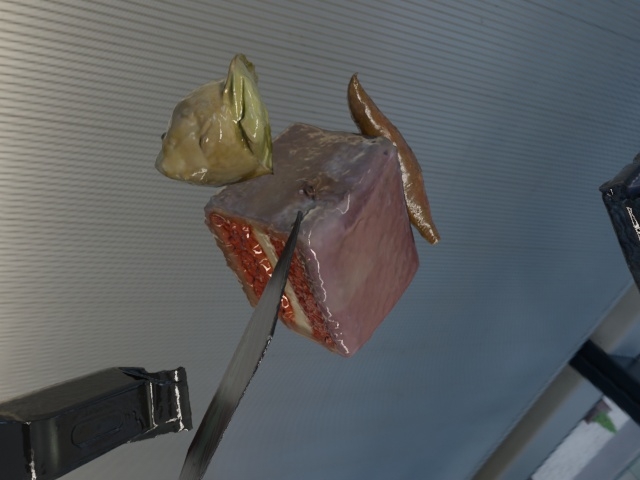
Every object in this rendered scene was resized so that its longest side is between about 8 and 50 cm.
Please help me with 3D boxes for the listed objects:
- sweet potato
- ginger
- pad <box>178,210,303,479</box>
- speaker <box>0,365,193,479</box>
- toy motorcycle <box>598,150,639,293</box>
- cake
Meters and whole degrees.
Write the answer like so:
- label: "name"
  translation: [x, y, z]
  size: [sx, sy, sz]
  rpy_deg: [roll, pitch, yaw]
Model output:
- label: "sweet potato"
  translation: [0.122, -0.130, 0.975]
  size: [0.072, 0.066, 0.314]
  rpy_deg: [-38, 116, -21]
- label: "ginger"
  translation: [-0.103, -0.109, 0.638]
  size: [0.123, 0.115, 0.193]
  rpy_deg: [-23, -179, 5]
- label: "pad"
  translation: [-0.083, 0.136, 0.487]
  size: [0.005, 0.202, 0.299]
  rpy_deg: [24, 114, -7]
- label: "speaker"
  translation: [-0.450, 0.362, 1.185]
  size: [0.184, 0.180, 0.388]
  rpy_deg: [-8, 180, 26]
- label: "toy motorcycle"
  translation: [0.326, -0.085, 0.352]
  size: [0.359, 0.213, 0.125]
  rpy_deg: [-33, 103, -36]
- label: "cake"
  translation: [0.000, 0.000, 0.950]
  size: [0.230, 0.237, 0.308]
  rpy_deg: [-45, 139, -27]
